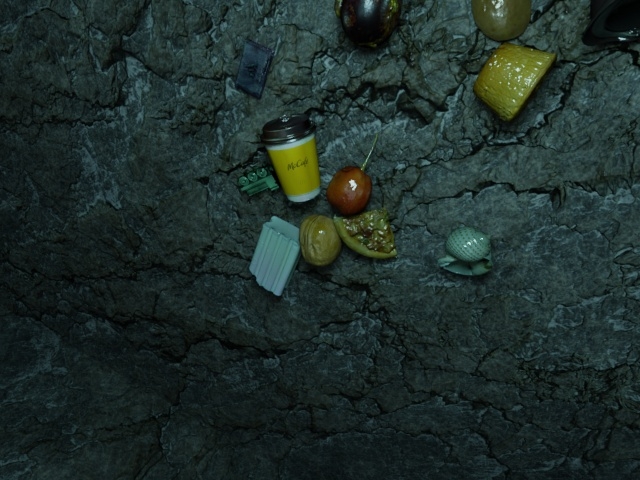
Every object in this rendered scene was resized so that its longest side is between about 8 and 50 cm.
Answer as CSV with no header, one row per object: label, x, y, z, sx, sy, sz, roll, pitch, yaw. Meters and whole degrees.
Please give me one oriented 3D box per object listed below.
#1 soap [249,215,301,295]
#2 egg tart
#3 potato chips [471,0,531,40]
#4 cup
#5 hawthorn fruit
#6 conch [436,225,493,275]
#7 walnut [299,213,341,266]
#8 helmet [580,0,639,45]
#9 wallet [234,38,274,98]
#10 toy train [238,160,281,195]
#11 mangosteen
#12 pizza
soap,-0.178,0.066,1.694,0.172,0.095,0.290,28,123,8
egg tart,0.519,-0.440,1.125,0.147,0.202,0.203,39,123,14
potato chips,0.485,-0.644,1.109,0.150,0.049,0.202,-6,107,18
cup,-0.090,-0.285,1.438,0.196,0.196,0.280,-1,122,21
hawthorn fruit,0.135,-0.221,1.407,0.165,0.165,0.286,34,110,2
conch,0.492,0.027,1.399,0.172,0.131,0.200,28,156,-25
walnut,0.000,0.000,1.558,0.165,0.165,0.197,-3,114,22
helmet,0.744,-0.597,0.942,0.305,0.225,0.177,-12,81,22
wallet,-0.229,-0.588,1.422,0.111,0.030,0.166,30,121,10
toy train,-0.233,-0.229,1.584,0.170,0.071,0.111,-18,115,28
mangosteen,0.121,-0.658,1.172,0.217,0.192,0.192,33,125,28
pizza,0.186,-0.034,1.497,0.292,0.058,0.197,33,104,-15
